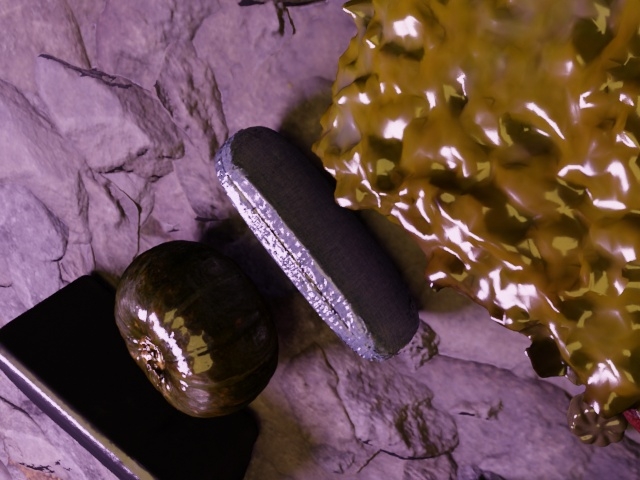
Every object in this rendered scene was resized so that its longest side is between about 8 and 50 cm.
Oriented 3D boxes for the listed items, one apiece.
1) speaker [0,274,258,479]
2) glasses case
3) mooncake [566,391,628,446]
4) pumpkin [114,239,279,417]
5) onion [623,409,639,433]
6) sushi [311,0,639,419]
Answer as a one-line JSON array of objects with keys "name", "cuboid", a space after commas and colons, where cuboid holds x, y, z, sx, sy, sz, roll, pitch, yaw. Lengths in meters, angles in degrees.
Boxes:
[{"name": "speaker", "cuboid": [-0.264, 0.252, 0.990, 0.388, 0.180, 0.184, 40, 132, 8]}, {"name": "glasses case", "cuboid": [0.000, 0.000, 0.743, 0.282, 0.109, 0.067, 50, 127, 0]}, {"name": "mooncake", "cuboid": [0.404, 0.186, 0.635, 0.347, 0.057, 0.150, -13, 119, 42]}, {"name": "pumpkin", "cuboid": [-0.145, 0.102, 0.853, 0.224, 0.157, 0.223, 29, 137, 31]}, {"name": "onion", "cuboid": [0.299, 0.105, 0.561, 0.160, 0.195, 0.159, 5, 101, 30]}, {"name": "sushi", "cuboid": [0.228, -0.066, 0.416, 0.396, 0.351, 0.240, 39, 122, 36]}]
